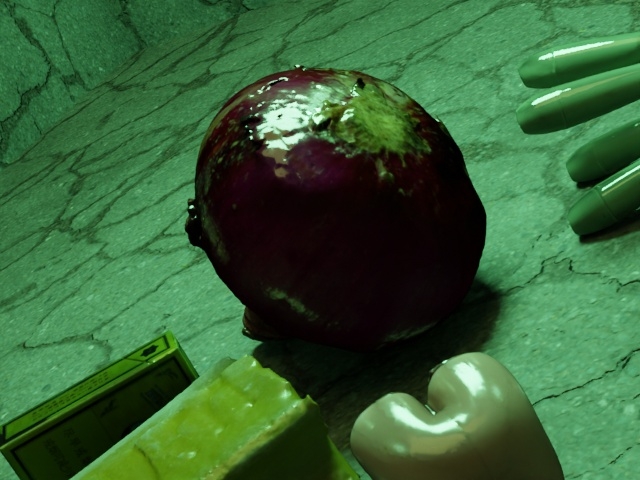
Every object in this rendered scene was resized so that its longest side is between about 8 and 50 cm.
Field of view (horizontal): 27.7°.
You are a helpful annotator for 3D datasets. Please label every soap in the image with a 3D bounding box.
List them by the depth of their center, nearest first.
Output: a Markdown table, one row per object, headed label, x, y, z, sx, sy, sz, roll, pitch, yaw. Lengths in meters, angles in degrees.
| label | x | y | z | sx | sy | sz | roll | pitch | yaw |
| --- | --- | --- | --- | --- | --- | --- | --- | --- | --- |
| soap | -0.133 | 0.248 | 1.263 | 0.281 | 0.143 | 0.259 | -40 | 22 | -15 |

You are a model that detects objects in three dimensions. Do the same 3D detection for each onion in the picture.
| label | x | y | z | sx | sy | sz | roll | pitch | yaw |
| --- | --- | --- | --- | --- | --- | --- | --- | --- | --- |
| onion | 0.000 | 0.000 | 1.489 | 0.385 | 0.347 | 0.348 | -60 | -3 | 41 |

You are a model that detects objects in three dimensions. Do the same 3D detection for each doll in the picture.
| label | x | y | z | sx | sy | sz | roll | pitch | yaw |
| --- | --- | --- | --- | --- | --- | --- | --- | --- | --- |
| doll | 0.148 | 0.230 | 0.866 | 0.284 | 0.216 | 0.268 | -30 | 28 | -11 |

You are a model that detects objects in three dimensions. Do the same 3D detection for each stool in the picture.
| label | x | y | z | sx | sy | sz | roll | pitch | yaw |
| --- | --- | --- | --- | --- | --- | --- | --- | --- | --- |
| stool | 0.345 | -0.142 | 1.481 | 0.198 | 0.195 | 0.195 | -23 | 23 | 18 |

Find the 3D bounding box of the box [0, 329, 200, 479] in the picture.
| label | x | y | z | sx | sy | sz | roll | pitch | yaw |
| --- | --- | --- | --- | --- | --- | --- | --- | --- | --- |
| box | -0.221 | 0.214 | 1.421 | 0.220 | 0.141 | 0.064 | -29 | 22 | -5 |
